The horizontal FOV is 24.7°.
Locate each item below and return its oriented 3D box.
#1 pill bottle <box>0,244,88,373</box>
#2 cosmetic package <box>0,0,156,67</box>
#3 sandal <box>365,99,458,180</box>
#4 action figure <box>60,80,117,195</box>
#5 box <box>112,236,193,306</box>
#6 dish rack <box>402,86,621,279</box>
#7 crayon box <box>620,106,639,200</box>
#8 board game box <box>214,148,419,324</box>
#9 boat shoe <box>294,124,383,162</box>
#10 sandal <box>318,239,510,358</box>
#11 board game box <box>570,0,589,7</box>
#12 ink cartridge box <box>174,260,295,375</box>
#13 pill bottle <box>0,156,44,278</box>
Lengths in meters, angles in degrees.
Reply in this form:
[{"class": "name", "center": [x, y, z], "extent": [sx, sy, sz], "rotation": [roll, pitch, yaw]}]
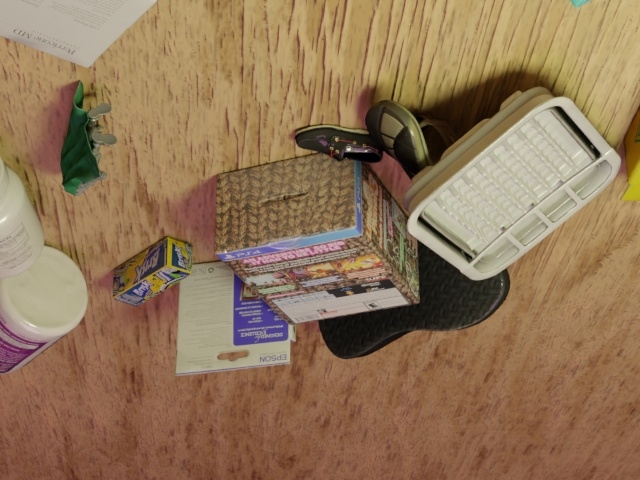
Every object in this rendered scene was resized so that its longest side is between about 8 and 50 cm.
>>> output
[{"class": "pill bottle", "center": [-0.539, 0.133, 2.524], "extent": [0.169, 0.169, 0.301], "rotation": [18, 147, -31]}, {"class": "cosmetic package", "center": [-0.362, -0.355, 1.660], "extent": [0.377, 0.097, 0.284], "rotation": [19, 146, -31]}, {"class": "sandal", "center": [0.153, -0.133, 2.104], "extent": [0.086, 0.120, 0.303], "rotation": [-49, 150, 0]}, {"class": "action figure", "center": [-0.342, -0.123, 2.110], "extent": [0.064, 0.137, 0.232], "rotation": [-3, 164, -21]}, {"class": "box", "center": [-0.287, 0.054, 2.488], "extent": [0.054, 0.059, 0.169], "rotation": [20, 146, -36]}, {"class": "dish rack", "center": [0.266, -0.087, 2.079], "extent": [0.285, 0.072, 0.333], "rotation": [-39, 151, 11]}, {"class": "crayon box", "center": [0.552, -0.159, 2.055], "extent": [0.202, 0.081, 0.318], "rotation": [3, 152, -5]}, {"class": "board game box", "center": [0.000, 0.000, 2.295], "extent": [0.232, 0.141, 0.291], "rotation": [-11, 151, 19]}, {"class": "boat shoe", "center": [0.028, -0.140, 2.137], "extent": [0.133, 0.042, 0.049], "rotation": [5, 154, -7]}, {"class": "sandal", "center": [0.166, 0.087, 2.491], "extent": [0.107, 0.167, 0.446], "rotation": [-10, 173, -41]}, {"class": "board game box", "center": [0.366, -0.360, 1.611], "extent": [0.160, 0.047, 0.210], "rotation": [-31, 166, -29]}, {"class": "ink cartridge box", "center": [-0.143, 0.131, 2.476], "extent": [0.206, 0.208, 0.045], "rotation": [-6, 152, 13]}, {"class": "pill bottle", "center": [-0.506, -0.047, 2.217], "extent": [0.131, 0.131, 0.229], "rotation": [-1, 152, 2]}]
